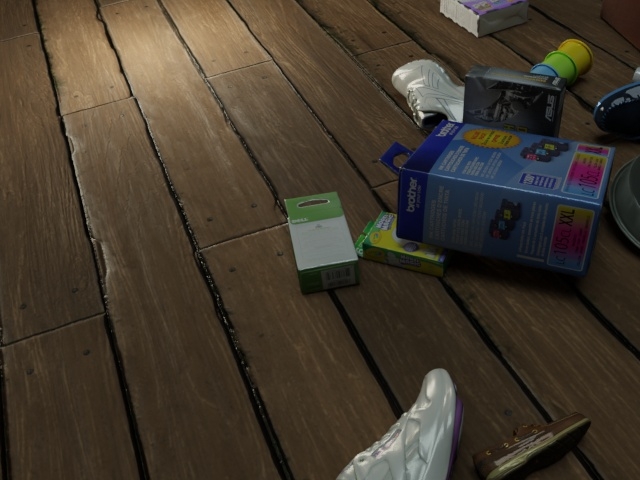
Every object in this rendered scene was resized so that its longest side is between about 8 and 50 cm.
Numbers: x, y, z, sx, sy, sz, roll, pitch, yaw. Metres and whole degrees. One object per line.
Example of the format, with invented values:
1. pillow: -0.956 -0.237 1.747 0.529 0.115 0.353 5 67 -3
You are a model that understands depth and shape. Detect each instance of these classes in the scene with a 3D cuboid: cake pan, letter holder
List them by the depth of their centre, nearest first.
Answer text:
1. cake pan: 0.677 -0.071 1.304 0.293 0.054 0.293 -1 54 1
2. letter holder: 0.858 -0.613 1.819 0.152 0.214 0.301 -11 41 -4

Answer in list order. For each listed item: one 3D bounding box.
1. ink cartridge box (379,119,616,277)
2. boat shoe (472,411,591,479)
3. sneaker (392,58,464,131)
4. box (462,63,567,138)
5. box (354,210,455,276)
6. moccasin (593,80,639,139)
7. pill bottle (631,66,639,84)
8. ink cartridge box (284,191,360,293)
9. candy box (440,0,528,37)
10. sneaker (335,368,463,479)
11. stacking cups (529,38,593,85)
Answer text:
1. ink cartridge box: 0.306 -0.094 1.317 0.396 0.151 0.270 11 31 21
2. boat shoe: 0.290 0.278 0.997 0.178 0.064 0.060 -24 46 -15
3. sneaker: 0.254 -0.322 1.659 0.129 0.111 0.297 -31 45 -17
4. box: 0.373 -0.219 1.426 0.183 0.231 0.056 15 42 23
5. box: 0.157 0.002 1.348 0.179 0.043 0.105 12 43 22
6. moccasin: 0.751 -0.265 1.500 0.342 0.137 0.116 -6 45 2
7. pill bottle: 0.778 -0.360 1.656 0.116 0.065 0.065 22 49 30
8. ink cartridge box: 0.000 0.000 1.356 0.109 0.062 0.209 -10 41 -4
9. candy box: 0.457 -0.658 2.037 0.165 0.070 0.196 -21 43 -15
10. sneaker: 0.107 0.288 0.972 0.152 0.114 0.305 9 43 16
11. stacking cups: 0.509 -0.354 1.676 0.096 0.096 0.316 30 56 34
